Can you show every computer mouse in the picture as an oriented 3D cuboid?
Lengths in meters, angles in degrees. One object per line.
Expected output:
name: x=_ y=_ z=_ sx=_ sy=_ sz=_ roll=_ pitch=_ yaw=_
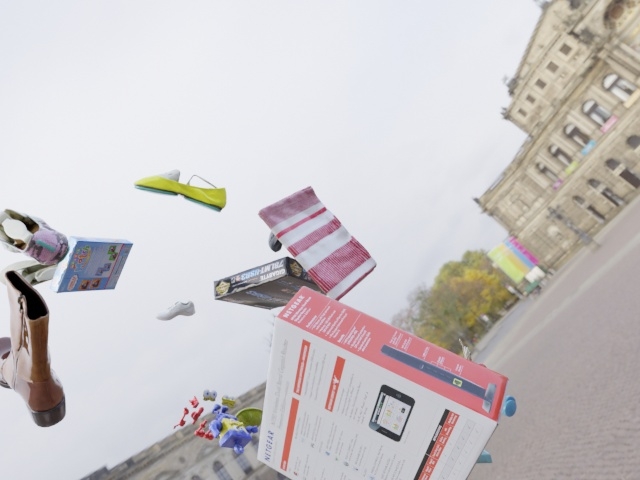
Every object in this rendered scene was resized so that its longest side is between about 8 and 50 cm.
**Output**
computer mouse: x=-0.171 y=-0.042 z=1.951 sx=0.041 sy=0.071 sz=0.242 roll=-12 pitch=-41 yaw=-24

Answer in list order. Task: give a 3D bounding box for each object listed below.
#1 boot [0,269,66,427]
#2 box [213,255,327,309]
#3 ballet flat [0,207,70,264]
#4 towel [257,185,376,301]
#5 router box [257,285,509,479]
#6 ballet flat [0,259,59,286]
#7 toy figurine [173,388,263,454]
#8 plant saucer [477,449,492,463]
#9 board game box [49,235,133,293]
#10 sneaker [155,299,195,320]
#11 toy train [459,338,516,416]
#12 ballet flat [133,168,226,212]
boot: x=-0.580 y=0.182 z=0.961 sx=0.096 sy=0.264 sz=0.281 roll=-18 pitch=-50 yaw=-37
box: x=-0.140 y=0.149 z=1.640 sx=0.293 sy=0.074 sz=0.295 roll=-20 pitch=-24 yaw=26
ballet flat: x=-0.505 y=-0.014 z=0.857 sx=0.077 sy=0.221 sz=0.079 roll=-60 pitch=-42 yaw=-18
towel: x=0.000 y=0.000 z=1.448 sx=0.237 sy=0.329 sz=0.037 roll=-34 pitch=-10 yaw=-48
router box: x=0.065 y=0.268 z=0.738 sx=0.082 sy=0.300 sz=0.336 roll=-46 pitch=-27 yaw=-50
ballet flat: x=-0.834 y=0.097 z=1.480 sx=0.248 sy=0.086 sz=0.086 roll=-18 pitch=-20 yaw=3
toy figurine: x=-0.327 y=0.715 z=1.849 sx=0.191 sy=0.217 sz=0.362 roll=-52 pitch=-47 yaw=1
plant saucer: x=0.260 y=0.396 z=1.040 sx=0.067 sy=0.192 sz=0.018 roll=16 pitch=-87 yaw=-33
board game box: x=-0.651 y=0.069 z=1.453 sx=0.160 sy=0.039 sz=0.211 roll=-65 pitch=-19 yaw=7
sneaker: x=-0.560 y=0.265 z=1.950 sx=0.152 sy=0.053 sz=0.061 roll=-11 pitch=-61 yaw=-25
toy train: x=0.523 y=0.437 z=1.604 sx=0.105 sy=0.248 sz=0.143 roll=-26 pitch=13 yaw=-29
ballet flat: x=-0.347 y=-0.136 z=1.280 sx=0.077 sy=0.230 sz=0.078 roll=176 pitch=109 yaw=-73
